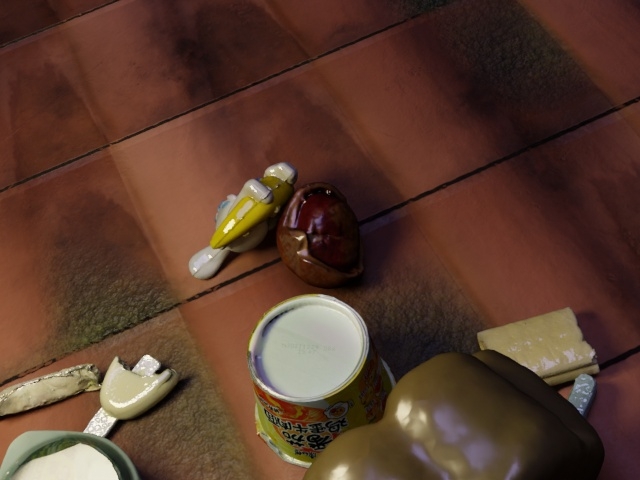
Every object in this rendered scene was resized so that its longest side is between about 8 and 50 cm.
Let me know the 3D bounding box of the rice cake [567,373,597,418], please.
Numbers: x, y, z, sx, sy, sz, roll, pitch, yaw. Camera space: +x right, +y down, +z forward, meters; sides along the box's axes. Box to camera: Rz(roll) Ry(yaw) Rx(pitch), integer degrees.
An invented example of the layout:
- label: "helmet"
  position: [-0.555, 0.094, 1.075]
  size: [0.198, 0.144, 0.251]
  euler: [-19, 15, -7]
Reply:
- label: "rice cake"
  position: [0.398, 0.326, 1.544]
  size: [0.042, 0.045, 0.245]
  euler: [19, 59, 24]

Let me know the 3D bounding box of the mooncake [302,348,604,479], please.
- label: "mooncake"
  position: [0.165, 0.367, 1.316]
  size: [0.467, 0.467, 0.262]
  euler: [-37, 59, -16]

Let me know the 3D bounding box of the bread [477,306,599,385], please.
- label: "bread"
  position: [0.374, 0.192, 1.639]
  size: [0.178, 0.060, 0.139]
  euler: [-17, 52, -1]

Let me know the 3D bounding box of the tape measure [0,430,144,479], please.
- label: "tape measure"
  position: [-0.416, 0.450, 1.546]
  size: [0.262, 0.138, 0.259]
  euler: [-1, 60, 10]

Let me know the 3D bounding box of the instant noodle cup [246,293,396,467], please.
- label: "instant noodle cup"
  position: [-0.003, 0.228, 1.602]
  size: [0.264, 0.200, 0.264]
  euler: [-5, 52, 6]

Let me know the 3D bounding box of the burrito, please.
- label: "burrito"
  position: [-0.515, 0.279, 1.753]
  size: [0.230, 0.063, 0.058]
  euler: [-15, 80, -2]

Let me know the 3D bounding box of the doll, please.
- label: "doll"
  position: [-0.144, -0.047, 1.838]
  size: [0.111, 0.252, 0.237]
  euler: [42, 57, -3]

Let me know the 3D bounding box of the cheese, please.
- label: "cheese"
  position: [-0.369, 0.304, 1.713]
  size: [0.127, 0.050, 0.235]
  euler: [30, 73, 20]

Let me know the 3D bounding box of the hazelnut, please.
- label: "hazelnut"
  position: [0.006, -0.001, 1.794]
  size: [0.170, 0.160, 0.201]
  euler: [-21, 59, -29]
